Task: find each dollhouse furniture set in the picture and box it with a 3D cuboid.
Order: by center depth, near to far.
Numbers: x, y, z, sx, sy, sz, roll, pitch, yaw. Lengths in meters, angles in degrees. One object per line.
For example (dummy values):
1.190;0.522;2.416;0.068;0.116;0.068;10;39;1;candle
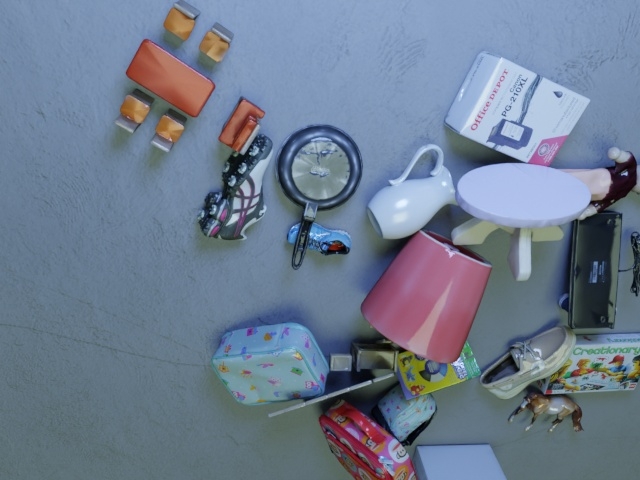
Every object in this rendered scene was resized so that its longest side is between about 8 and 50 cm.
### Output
-0.242;-0.283;0.960;0.259;0.135;0.262;29;111;-21;dollhouse furniture set
0.113;0.265;1.346;0.182;0.101;0.160;3;93;-9;dollhouse furniture set

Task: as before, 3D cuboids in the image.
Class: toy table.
0.424;-0.056;1.083;0.275;0.252;0.160;7;139;6;toy table

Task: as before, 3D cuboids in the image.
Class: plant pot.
0.266;0.118;1.186;0.275;0.275;0.243;21;103;-17;plant pot

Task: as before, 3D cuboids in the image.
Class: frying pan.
-0.038;-0.107;1.100;0.197;0.053;0.326;34;96;-13;frying pan

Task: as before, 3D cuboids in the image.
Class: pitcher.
0.206;-0.109;1.126;0.207;0.125;0.177;-27;113;-4;pitcher

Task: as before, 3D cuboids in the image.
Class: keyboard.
0.755;0.079;1.292;0.202;0.033;0.316;-1;100;1;keyboard

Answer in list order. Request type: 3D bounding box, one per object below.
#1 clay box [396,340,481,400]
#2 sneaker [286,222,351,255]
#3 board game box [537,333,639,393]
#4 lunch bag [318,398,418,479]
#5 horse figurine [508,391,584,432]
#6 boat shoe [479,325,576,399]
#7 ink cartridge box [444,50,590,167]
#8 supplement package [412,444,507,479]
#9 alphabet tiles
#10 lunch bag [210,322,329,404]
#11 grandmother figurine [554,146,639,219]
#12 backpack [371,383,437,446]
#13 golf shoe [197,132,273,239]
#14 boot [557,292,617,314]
0.324;0.352;1.379;0.222;0.127;0.053;-21;158;4;clay box
0.000;0.000;1.179;0.162;0.073;0.063;7;117;-10;sneaker
0.838;0.376;1.501;0.306;0.053;0.192;-1;118;-7;board game box
0.130;0.586;1.391;0.120;0.293;0.258;-34;124;-27;lunch bag
0.732;0.546;1.573;0.264;0.066;0.174;9;122;-10;horse figurine
0.597;0.346;1.427;0.098;0.109;0.302;33;115;-23;boat shoe
0.421;-0.280;1.069;0.238;0.100;0.171;17;114;-16;ink cartridge box
0.447;0.790;1.585;0.262;0.204;0.145;3;118;-9;supplement package
0.038;0.415;1.330;0.343;0.011;0.285;-20;163;4;alphabet tiles
-0.130;0.329;1.285;0.280;0.107;0.223;-13;125;23;lunch bag
0.677;-0.141;1.186;0.343;0.103;0.207;-6;146;-7;grandmother figurine
0.249;0.496;1.441;0.182;0.152;0.115;-37;123;0;backpack
-0.167;-0.114;1.096;0.120;0.105;0.272;19;121;-34;golf shoe
0.769;0.207;1.383;0.190;0.086;0.069;11;116;-13;boot
